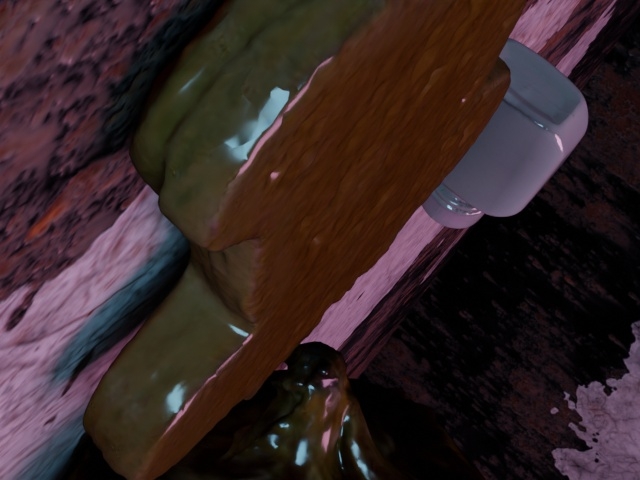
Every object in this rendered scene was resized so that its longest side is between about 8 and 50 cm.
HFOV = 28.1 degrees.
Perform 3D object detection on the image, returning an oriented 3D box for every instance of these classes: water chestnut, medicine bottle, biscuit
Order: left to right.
[{"bbox_3d":[-0.031,0.205,0.885,0.350,0.350,0.302,-39,146,-52],"label":"water chestnut"},{"bbox_3d":[0.002,-0.055,0.678,0.368,0.076,0.394,-46,168,-24],"label":"biscuit"},{"bbox_3d":[0.145,-0.082,1.101,0.069,0.119,0.183,-47,172,-35],"label":"medicine bottle"}]
